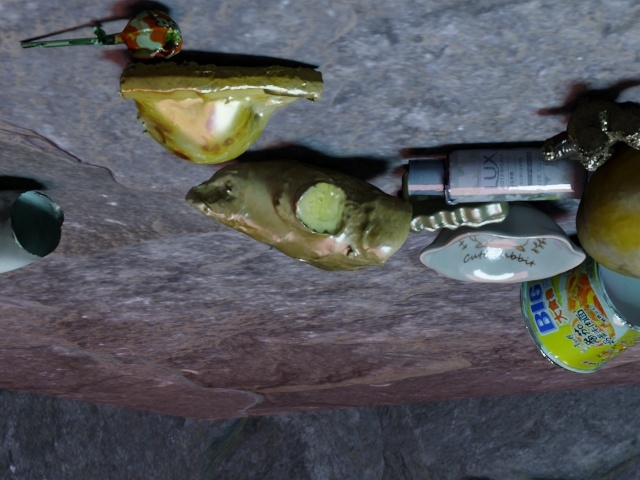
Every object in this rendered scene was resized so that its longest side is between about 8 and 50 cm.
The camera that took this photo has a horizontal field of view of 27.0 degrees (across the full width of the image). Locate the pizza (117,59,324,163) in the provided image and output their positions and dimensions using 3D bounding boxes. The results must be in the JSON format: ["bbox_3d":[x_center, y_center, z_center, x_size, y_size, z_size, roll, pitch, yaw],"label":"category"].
[{"bbox_3d":[-0.097,-0.128,1.389,0.204,0.081,0.188,-1,166,0],"label":"pizza"}]

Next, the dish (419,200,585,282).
[{"bbox_3d":[0.252,-0.008,1.858,0.229,0.081,0.229,1,162,0],"label":"dish"}]

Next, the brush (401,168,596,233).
[{"bbox_3d":[0.252,-0.064,1.667,0.301,0.084,0.071,-6,169,1],"label":"brush"}]

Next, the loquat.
[{"bbox_3d":[0.391,-0.043,1.507,0.179,0.179,0.227,12,144,-39],"label":"loquat"}]

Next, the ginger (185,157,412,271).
[{"bbox_3d":[-0.032,-0.042,1.657,0.270,0.123,0.219,22,172,-15],"label":"ginger"}]

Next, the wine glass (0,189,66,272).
[{"bbox_3d":[-0.438,-0.010,1.779,0.204,0.111,0.111,-10,163,39],"label":"wine glass"}]

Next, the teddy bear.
[{"bbox_3d":[0.298,-0.120,1.443,0.119,0.078,0.160,-22,-178,0],"label":"teddy bear"}]

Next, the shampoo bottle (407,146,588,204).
[{"bbox_3d":[0.212,-0.078,1.601,0.214,0.072,0.072,-2,165,6],"label":"shampoo bottle"}]

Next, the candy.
[{"bbox_3d":[-0.209,-0.189,1.250,0.184,0.049,0.055,2,161,29],"label":"candy"}]

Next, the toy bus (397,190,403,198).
[{"bbox_3d":[0.122,-0.044,1.808,0.043,0.031,0.110,-1,167,-6],"label":"toy bus"}]

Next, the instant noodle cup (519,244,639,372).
[{"bbox_3d":[0.425,0.083,2.017,0.205,0.205,0.153,9,153,-31],"label":"instant noodle cup"}]

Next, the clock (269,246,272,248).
[{"bbox_3d":[0.000,-0.001,1.948,0.147,0.045,0.108,6,163,-20],"label":"clock"}]
